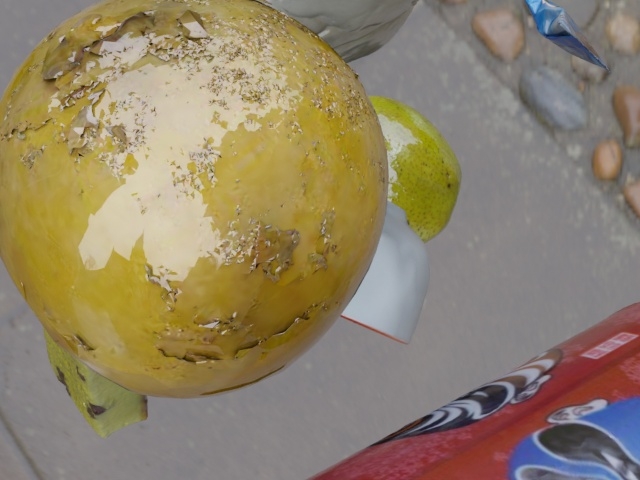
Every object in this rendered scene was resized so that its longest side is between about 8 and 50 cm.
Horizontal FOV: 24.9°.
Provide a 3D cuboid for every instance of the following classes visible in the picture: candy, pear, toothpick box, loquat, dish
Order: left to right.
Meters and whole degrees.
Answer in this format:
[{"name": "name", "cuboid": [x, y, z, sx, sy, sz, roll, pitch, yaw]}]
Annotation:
[{"name": "loquat", "cuboid": [-0.074, -0.031, 0.824, 0.235, 0.235, 0.235, -4, 69, 10]}, {"name": "dish", "cuboid": [0.000, 0.000, 1.380, 0.256, 0.256, 0.117, 24, 89, 18]}, {"name": "pear", "cuboid": [0.064, -0.073, 1.690, 0.198, 0.198, 0.198, -4, 69, 10]}, {"name": "toothpick box", "cuboid": [0.099, 0.178, 0.739, 0.333, 0.204, 0.204, -24, 62, -35]}, {"name": "candy", "cuboid": [0.280, -0.239, 1.673, 0.038, 0.088, 0.136, -44, 28, 8]}]

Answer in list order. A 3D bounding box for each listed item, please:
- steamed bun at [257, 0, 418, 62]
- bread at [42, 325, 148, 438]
[{"name": "steamed bun", "cuboid": [0.004, -0.329, 1.212, 0.236, 0.247, 0.383, 15, 110, 53]}, {"name": "bread", "cuboid": [-0.250, 0.076, 1.548, 0.077, 0.361, 0.138, -29, 64, -20]}]
